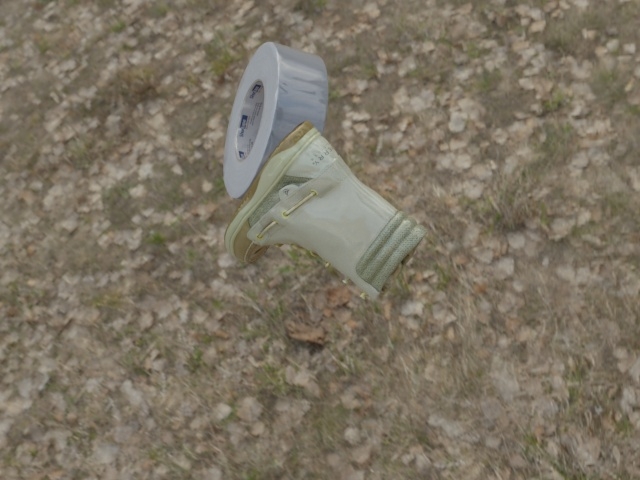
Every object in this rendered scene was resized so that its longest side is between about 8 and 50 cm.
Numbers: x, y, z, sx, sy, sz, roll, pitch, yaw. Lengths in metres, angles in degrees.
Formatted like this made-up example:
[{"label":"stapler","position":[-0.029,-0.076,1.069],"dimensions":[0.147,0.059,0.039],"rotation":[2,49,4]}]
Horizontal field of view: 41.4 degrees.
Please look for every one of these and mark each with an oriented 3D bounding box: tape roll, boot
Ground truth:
[{"label":"tape roll","position":[-0.066,-0.156,1.161],"dimensions":[0.072,0.219,0.219],"rotation":[12,56,-21]},{"label":"boot","position":[0.000,0.000,0.831],"dimensions":[0.165,0.213,0.077],"rotation":[40,53,3]}]
